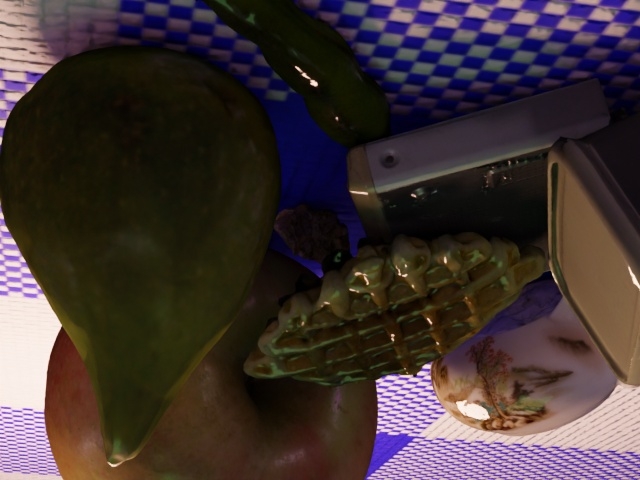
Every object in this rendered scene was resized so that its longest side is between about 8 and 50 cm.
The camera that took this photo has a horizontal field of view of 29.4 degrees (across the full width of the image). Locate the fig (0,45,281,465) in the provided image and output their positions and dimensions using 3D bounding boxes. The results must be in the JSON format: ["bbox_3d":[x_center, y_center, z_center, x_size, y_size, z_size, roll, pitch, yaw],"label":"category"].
[{"bbox_3d":[-0.120,0.013,0.826,0.206,0.275,0.206,2,156,1],"label":"fig"}]

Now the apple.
[{"bbox_3d":[-0.107,0.152,1.133,0.319,0.319,0.277,19,156,-36],"label":"apple"}]

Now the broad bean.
[{"bbox_3d":[-0.003,-0.115,0.814,0.060,0.043,0.297,-3,157,27],"label":"broad bean"}]

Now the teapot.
[{"bbox_3d":[0.207,0.094,1.162,0.298,0.139,0.204,-15,-167,44],"label":"teapot"}]

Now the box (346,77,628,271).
[{"bbox_3d":[0.139,-0.025,0.967,0.211,0.045,0.270,-14,157,4],"label":"box"}]

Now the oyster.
[{"bbox_3d":[0.000,0.000,1.065,0.038,0.080,0.083,-34,179,21],"label":"oyster"}]

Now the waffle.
[{"bbox_3d":[0.060,0.058,0.983,0.208,0.054,0.214,8,141,-33],"label":"waffle"}]

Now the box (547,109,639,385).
[{"bbox_3d":[0.270,-0.010,0.875,0.178,0.138,0.274,-29,157,0],"label":"box"}]
